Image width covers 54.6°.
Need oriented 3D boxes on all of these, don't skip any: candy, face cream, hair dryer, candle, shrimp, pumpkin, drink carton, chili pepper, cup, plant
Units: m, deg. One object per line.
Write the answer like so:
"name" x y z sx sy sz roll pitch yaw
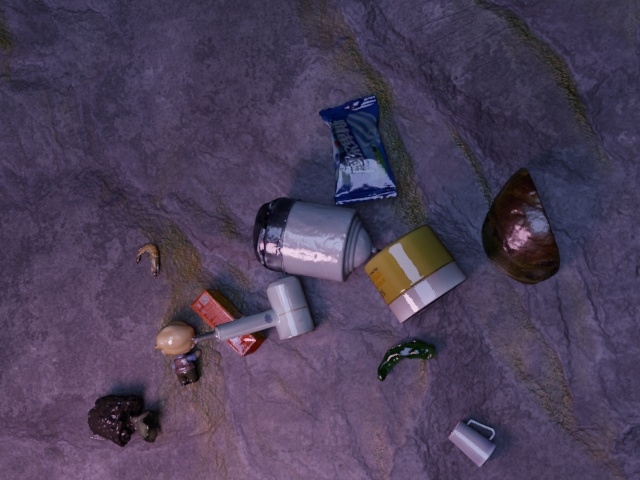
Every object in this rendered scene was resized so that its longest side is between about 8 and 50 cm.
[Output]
"candy" 0.104 -0.258 1.788 0.187 0.077 0.331 -12 72 10
"face cream" 0.253 0.089 1.665 0.218 0.218 0.179 -36 78 9
"hair dryer" -0.199 0.223 1.745 0.358 0.107 0.173 -14 80 -26
"candle" 0.000 0.000 1.732 0.343 0.221 0.221 8 89 14
"shrimp" -0.546 0.069 1.966 0.083 0.023 0.114 -16 77 15
"pumpkin" 0.514 -0.035 1.649 0.169 0.148 0.312 -17 79 8
"drink carton" -0.272 0.243 1.848 0.223 0.096 0.071 42 96 13
"chili pepper" 0.232 0.328 1.742 0.182 0.050 0.073 -27 87 13
"cup" 0.419 0.537 1.679 0.116 0.074 0.104 38 72 18
"plant" -0.593 0.547 1.885 0.203 0.131 0.142 0 127 17

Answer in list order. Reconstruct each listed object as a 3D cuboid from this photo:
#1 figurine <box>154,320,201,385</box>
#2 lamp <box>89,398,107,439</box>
"figurine" -0.422 0.341 1.889 0.114 0.108 0.195 -18 100 22
"lamp" -0.690 0.566 1.965 0.054 0.041 0.121 5 84 5
